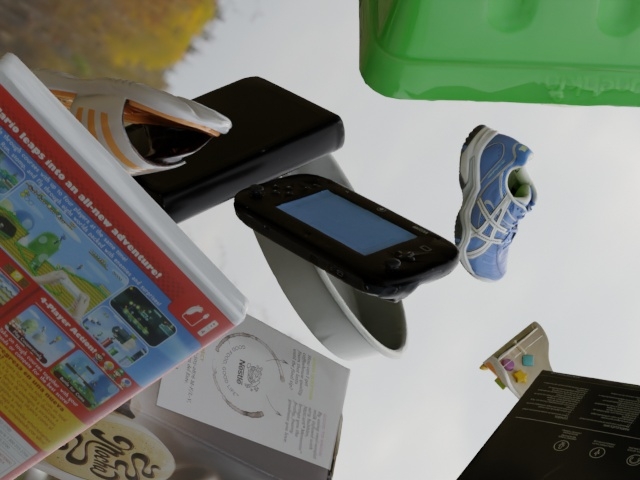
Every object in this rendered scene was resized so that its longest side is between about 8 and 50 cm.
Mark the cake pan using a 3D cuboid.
[{"bbox_3d":[0.000,0.000,1.660,0.054,0.293,0.293,-27,-158,14],"label":"cake pan"}]

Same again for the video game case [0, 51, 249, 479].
[{"bbox_3d":[-0.213,0.044,0.956,0.285,0.204,0.025,-35,-162,25],"label":"video game case"}]

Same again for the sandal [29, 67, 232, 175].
[{"bbox_3d":[-0.171,-0.090,1.333,0.265,0.102,0.076,13,-94,51],"label":"sandal"}]

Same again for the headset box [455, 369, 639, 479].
[{"bbox_3d":[0.219,0.247,1.222,0.246,0.131,0.283,5,-143,40],"label":"headset box"}]

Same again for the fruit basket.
[{"bbox_3d":[0.208,-0.197,1.293,0.392,0.392,0.283,-48,-148,43],"label":"fruit basket"}]

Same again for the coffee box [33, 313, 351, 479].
[{"bbox_3d":[-0.147,0.108,1.193,0.168,0.297,0.119,-31,-142,47],"label":"coffee box"}]

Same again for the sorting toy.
[{"bbox_3d":[0.206,0.136,1.603,0.083,0.075,0.045,-32,170,-42],"label":"sorting toy"}]

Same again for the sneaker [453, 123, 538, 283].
[{"bbox_3d":[0.212,-0.033,1.913,0.080,0.081,0.211,-42,139,-41],"label":"sneaker"}]

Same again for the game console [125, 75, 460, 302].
[{"bbox_3d":[-0.023,-0.044,1.397,0.213,0.361,0.044,-27,131,-34],"label":"game console"}]
